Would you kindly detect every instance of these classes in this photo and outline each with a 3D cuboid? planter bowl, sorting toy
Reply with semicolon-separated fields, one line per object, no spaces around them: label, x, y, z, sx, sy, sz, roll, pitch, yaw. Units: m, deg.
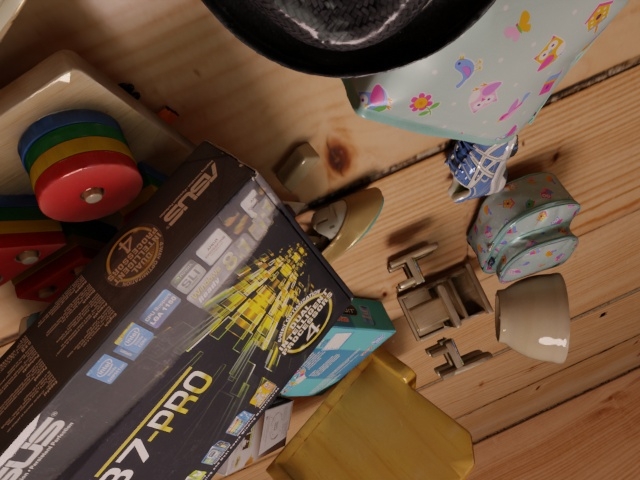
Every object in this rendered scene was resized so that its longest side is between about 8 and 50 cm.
planter bowl;0.374;0.139;0.976;0.109;0.162;0.162;-1;146;12
sorting toy;-0.258;-0.027;0.549;0.257;0.089;0.255;-30;162;8

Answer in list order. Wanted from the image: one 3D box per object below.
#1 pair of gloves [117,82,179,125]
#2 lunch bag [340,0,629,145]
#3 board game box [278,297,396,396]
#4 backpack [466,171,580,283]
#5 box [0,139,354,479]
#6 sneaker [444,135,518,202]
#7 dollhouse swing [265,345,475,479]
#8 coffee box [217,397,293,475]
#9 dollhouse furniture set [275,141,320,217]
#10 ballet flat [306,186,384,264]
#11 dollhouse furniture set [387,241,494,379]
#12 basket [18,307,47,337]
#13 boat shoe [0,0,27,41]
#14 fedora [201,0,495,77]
pair of gloves;-0.203;-0.130;0.581;0.074;0.010;0.083;-39;140;20
lunch bag;0.172;-0.222;0.564;0.262;0.160;0.223;7;133;-29
board game box;-0.060;0.203;1.029;0.336;0.079;0.254;13;131;-41
backpack;0.357;-0.022;0.942;0.166;0.144;0.188;-15;141;-7
box;-0.155;0.134;0.596;0.395;0.097;0.318;-49;145;-10
sneaker;0.228;-0.125;0.786;0.081;0.080;0.211;-26;143;-4
dollhouse swing;0.123;0.458;1.145;0.347;0.305;0.315;-47;157;-13
coffee box;-0.168;0.354;1.032;0.141;0.098;0.246;7;175;22
dollhouse furniture set;-0.018;-0.063;0.728;0.114;0.091;0.081;-49;154;25
ballet flat;0.000;0.000;0.815;0.073;0.080;0.232;25;121;-29
dollhouse furniture set;0.240;0.114;0.994;0.161;0.212;0.242;-24;171;1
basket;-0.243;0.155;0.752;0.289;0.201;0.254;-12;140;-9
boat shoe;-0.280;-0.187;0.388;0.285;0.102;0.092;-38;148;27
fedora;0.005;-0.246;0.334;0.334;0.152;0.334;3;127;4
